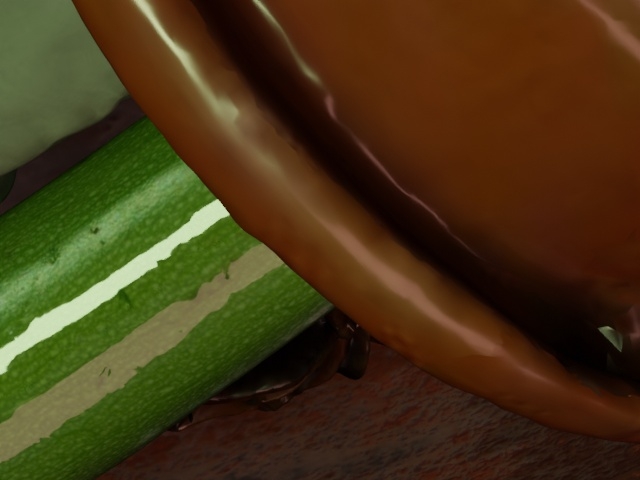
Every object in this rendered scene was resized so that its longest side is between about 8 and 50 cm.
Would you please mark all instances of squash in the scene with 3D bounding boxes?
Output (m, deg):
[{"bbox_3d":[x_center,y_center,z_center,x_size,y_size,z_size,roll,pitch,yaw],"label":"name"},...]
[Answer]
[{"bbox_3d":[-0.075,0.021,0.620,0.395,0.107,0.107,-36,141,4],"label":"squash"}]

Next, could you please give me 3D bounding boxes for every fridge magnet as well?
[{"bbox_3d":[0.065,-0.116,0.477,0.363,0.363,0.155,14,147,-38],"label":"fridge magnet"}]

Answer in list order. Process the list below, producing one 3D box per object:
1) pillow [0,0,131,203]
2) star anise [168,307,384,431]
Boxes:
[{"bbox_3d":[-0.153,-0.122,0.543,0.283,0.138,0.310,-34,139,6],"label":"pillow"},{"bbox_3d":[0.000,0.000,0.774,0.190,0.126,0.220,-31,164,9],"label":"star anise"}]
